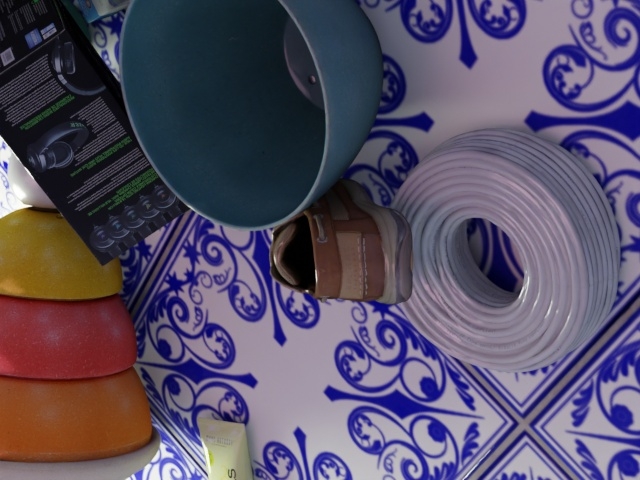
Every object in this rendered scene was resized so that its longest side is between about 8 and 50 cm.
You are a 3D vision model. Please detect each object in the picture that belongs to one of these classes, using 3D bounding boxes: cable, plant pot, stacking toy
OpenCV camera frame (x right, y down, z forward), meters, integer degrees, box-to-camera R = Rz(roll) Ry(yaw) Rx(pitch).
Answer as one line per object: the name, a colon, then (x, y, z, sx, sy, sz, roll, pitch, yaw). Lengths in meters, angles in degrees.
cable: (0.184, 0.011, 1.431, 0.257, 0.089, 0.257, 27, 125, 30)
plant pot: (-0.046, -0.179, 1.469, 0.290, 0.195, 0.290, 18, 121, 34)
stacking toy: (-0.380, 0.075, 1.868, 0.350, 0.350, 0.480, 9, 97, 39)

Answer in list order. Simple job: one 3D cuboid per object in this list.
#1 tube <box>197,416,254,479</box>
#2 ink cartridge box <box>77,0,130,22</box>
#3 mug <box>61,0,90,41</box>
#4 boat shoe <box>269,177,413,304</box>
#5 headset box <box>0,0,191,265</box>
tube: (-0.119, 0.359, 1.888, 0.070, 0.062, 0.240, -8, 102, 1)
ink cartridge box: (-0.252, -0.332, 1.680, 0.122, 0.052, 0.088, -18, 97, 46)
mug: (-0.370, -0.255, 1.789, 0.158, 0.097, 0.129, -20, 96, 45)
boat shoe: (0.000, 0.000, 1.487, 0.324, 0.116, 0.123, -163, 67, -74)
headset box: (-0.288, -0.139, 1.610, 0.283, 0.131, 0.246, 57, 180, -31)
